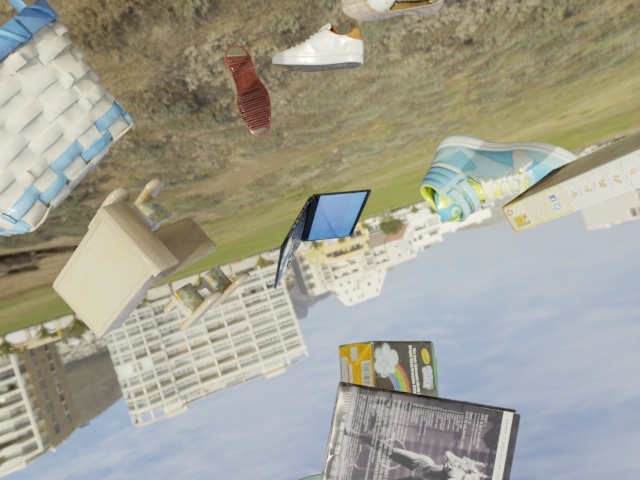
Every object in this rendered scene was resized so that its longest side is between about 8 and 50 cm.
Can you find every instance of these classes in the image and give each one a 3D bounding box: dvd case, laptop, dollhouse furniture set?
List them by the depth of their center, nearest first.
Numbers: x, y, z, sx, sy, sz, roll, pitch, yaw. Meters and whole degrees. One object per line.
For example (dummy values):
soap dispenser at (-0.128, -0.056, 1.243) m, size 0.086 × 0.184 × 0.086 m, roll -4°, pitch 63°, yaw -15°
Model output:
dvd case at (0.113, 0.262, 0.522) m, size 0.221 × 0.165 × 0.018 m, roll 11°, pitch 178°, yaw -6°
dollhouse furniture set at (-0.378, 0.017, 1.085) m, size 0.256 × 0.362 × 0.394 m, roll -43°, pitch 179°, yaw 27°
laptop at (0.000, 0.000, 1.180) m, size 0.234 × 0.136 × 0.265 m, roll 107°, pitch 9°, yaw -58°

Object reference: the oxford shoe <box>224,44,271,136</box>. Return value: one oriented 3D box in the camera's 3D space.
oxford shoe at (-0.264, -0.544, 1.697) m, size 0.122 × 0.349 × 0.130 m, roll -15°, pitch 174°, yaw -10°

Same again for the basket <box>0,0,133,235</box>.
basket at (-0.371, -0.153, 0.449) m, size 0.200 × 0.289 × 0.255 m, roll 2°, pitch -130°, yaw 42°

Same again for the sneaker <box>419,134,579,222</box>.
sneaker at (0.359, -0.106, 0.950) m, size 0.318 × 0.127 × 0.208 m, roll 16°, pitch -120°, yaw 39°

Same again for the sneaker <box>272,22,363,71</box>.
sneaker at (-0.009, -0.579, 1.359) m, size 0.289 × 0.123 × 0.106 m, roll 3°, pitch -171°, yaw 19°

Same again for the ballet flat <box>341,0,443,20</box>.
ballet flat at (0.215, -0.693, 1.273) m, size 0.315 × 0.108 × 0.106 m, roll -13°, pitch -176°, yaw -14°

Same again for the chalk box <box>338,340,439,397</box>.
chalk box at (0.221, 0.389, 1.322) m, size 0.288 × 0.181 × 0.179 m, roll 8°, pitch 161°, yaw -29°

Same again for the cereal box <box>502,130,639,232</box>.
cereal box at (0.374, -0.094, 0.569) m, size 0.172 × 0.048 × 0.240 m, roll -29°, pitch 179°, yaw -32°

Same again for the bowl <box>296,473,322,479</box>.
bowl at (0.038, 0.702, 1.037) m, size 0.311 × 0.312 × 0.163 m, roll -18°, pitch -154°, yaw 14°
